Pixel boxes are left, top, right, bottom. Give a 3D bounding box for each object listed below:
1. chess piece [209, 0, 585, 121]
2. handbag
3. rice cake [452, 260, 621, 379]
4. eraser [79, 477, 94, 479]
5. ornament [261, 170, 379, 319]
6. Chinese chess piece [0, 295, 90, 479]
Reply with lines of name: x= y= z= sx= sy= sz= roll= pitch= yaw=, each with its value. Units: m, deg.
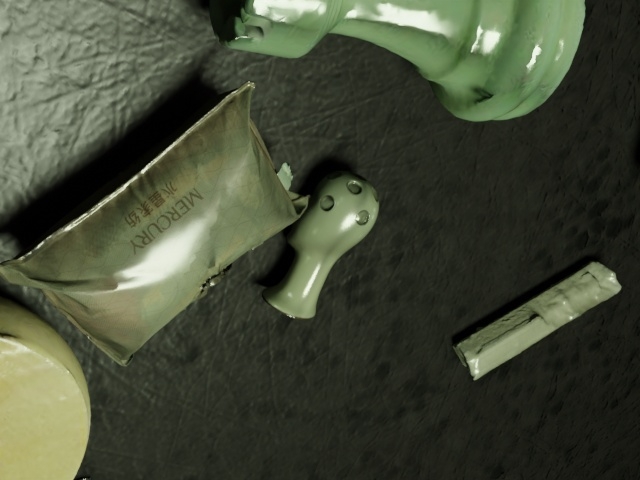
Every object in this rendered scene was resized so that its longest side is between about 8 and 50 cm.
chess piece: x=0.060 y=-0.212 z=0.817 sx=0.299 sy=0.194 sz=0.194 roll=2 pitch=113 yaw=-25
handbag: x=-0.133 y=-0.004 z=0.833 sx=0.270 sy=0.117 sz=0.182 roll=-40 pitch=138 yaw=-11
rice cake: x=0.282 y=0.101 z=1.200 sx=0.256 sy=0.057 sz=0.052 roll=-28 pitch=128 yaw=-19
eraser: x=-0.334 y=0.333 z=0.920 sx=0.230 sy=0.038 sz=0.157 roll=-7 pitch=117 yaw=-31
ornament: x=0.000 y=0.000 z=0.950 sx=0.156 sy=0.081 sz=0.075 roll=-62 pitch=164 yaw=12
Chinese chess piece: x=-0.328 y=0.162 z=0.797 sx=0.251 sy=0.097 sz=0.250 roll=-15 pitch=121 yaw=-27
